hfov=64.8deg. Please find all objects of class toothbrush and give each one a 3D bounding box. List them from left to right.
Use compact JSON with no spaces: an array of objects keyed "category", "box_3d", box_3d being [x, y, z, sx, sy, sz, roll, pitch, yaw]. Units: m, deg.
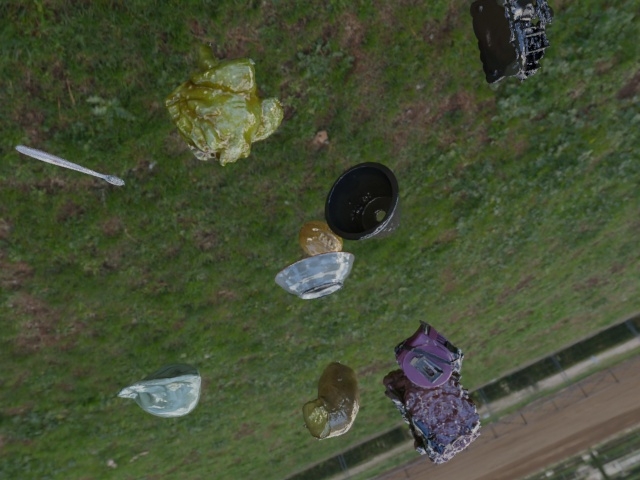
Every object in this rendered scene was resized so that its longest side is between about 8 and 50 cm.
[{"category":"toothbrush","box_3d":[-0.721,-0.217,1.474,0.307,0.029,0.025,20,86,-41]}]

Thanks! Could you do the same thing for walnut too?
[{"category":"walnut","box_3d":[0.000,0.000,2.161,0.206,0.159,0.159,36,120,-15]}]

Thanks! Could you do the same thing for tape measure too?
[{"category":"tape measure","box_3d":[0.226,0.249,1.082,0.118,0.125,0.074,-57,175,26]}]

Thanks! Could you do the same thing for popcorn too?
[{"category":"popcorn","box_3d":[-0.286,-0.383,1.428,0.321,0.290,0.325,44,145,-12]}]

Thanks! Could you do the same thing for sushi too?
[{"category":"sushi","box_3d":[0.292,0.453,1.356,0.170,0.270,0.236,-28,173,-17]}]

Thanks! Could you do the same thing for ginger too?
[{"category":"ginger","box_3d":[0.045,0.476,1.521,0.152,0.267,0.138,29,127,0]}]

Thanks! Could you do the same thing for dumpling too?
[{"category":"dumpling","box_3d":[-0.315,0.317,1.025,0.152,0.108,0.219,-22,163,-39]}]

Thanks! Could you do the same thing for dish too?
[{"category":"dish","box_3d":[-0.007,0.124,1.569,0.260,0.085,0.260,-15,160,-6]}]

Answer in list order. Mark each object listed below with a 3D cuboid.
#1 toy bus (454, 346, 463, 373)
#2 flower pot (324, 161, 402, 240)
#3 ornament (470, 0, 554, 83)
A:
[{"category":"toy bus","box_3d":[0.333,0.322,1.463,0.167,0.073,0.076,35,150,-15]},{"category":"flower pot","box_3d":[0.165,-0.103,1.652,0.269,0.269,0.166,-36,144,17]},{"category":"ornament","box_3d":[0.542,-0.558,1.357,0.260,0.251,0.106,-19,-171,-32]}]
